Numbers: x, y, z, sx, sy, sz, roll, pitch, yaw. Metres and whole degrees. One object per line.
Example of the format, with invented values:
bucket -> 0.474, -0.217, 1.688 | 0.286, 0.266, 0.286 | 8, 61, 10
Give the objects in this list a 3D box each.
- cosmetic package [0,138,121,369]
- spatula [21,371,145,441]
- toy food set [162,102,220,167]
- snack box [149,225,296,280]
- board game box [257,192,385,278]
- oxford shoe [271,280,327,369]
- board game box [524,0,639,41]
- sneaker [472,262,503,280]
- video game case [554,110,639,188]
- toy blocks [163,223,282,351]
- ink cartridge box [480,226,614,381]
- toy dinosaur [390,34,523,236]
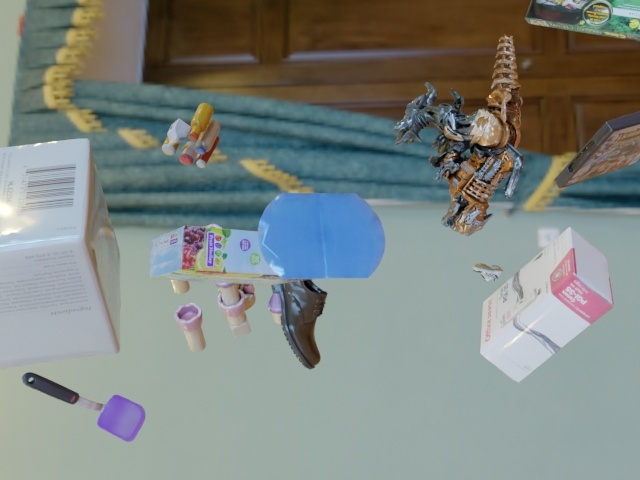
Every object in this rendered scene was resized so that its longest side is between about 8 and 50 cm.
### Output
cosmetic package -> -0.642, 0.036, 2.025 | 0.393, 0.328, 0.329 | 88, 173, -45
spatula -> -0.496, 0.339, 1.899 | 0.296, 0.030, 0.084 | 35, -98, -38
toy food set -> -0.332, -0.244, 2.304 | 0.232, 0.111, 0.104 | -26, 36, 47
snack box -> -0.132, 0.026, 1.347 | 0.174, 0.207, 0.070 | -13, 73, 63
board game box -> 0.000, 0.000, 1.205 | 0.033, 0.169, 0.133 | 102, 165, -58
oxford shoe -> -0.029, 0.138, 1.753 | 0.083, 0.096, 0.227 | -34, -70, -77
board game box -> 0.507, -0.431, 1.603 | 0.030, 0.260, 0.136 | 30, -99, -58
sneaker -> 0.366, 0.074, 1.995 | 0.036, 0.083, 0.032 | -64, 36, 23
video game case -> 0.747, -0.239, 2.247 | 0.035, 0.275, 0.248 | 62, 151, 20
toy blocks -> -0.229, 0.059, 2.208 | 0.288, 0.309, 0.260 | -116, 13, -48
ink cartridge box -> 0.477, 0.139, 1.937 | 0.283, 0.117, 0.207 | -47, 12, 30
toy dinosaur -> 0.268, -0.176, 1.540 | 0.164, 0.218, 0.321 | 38, -100, -47
